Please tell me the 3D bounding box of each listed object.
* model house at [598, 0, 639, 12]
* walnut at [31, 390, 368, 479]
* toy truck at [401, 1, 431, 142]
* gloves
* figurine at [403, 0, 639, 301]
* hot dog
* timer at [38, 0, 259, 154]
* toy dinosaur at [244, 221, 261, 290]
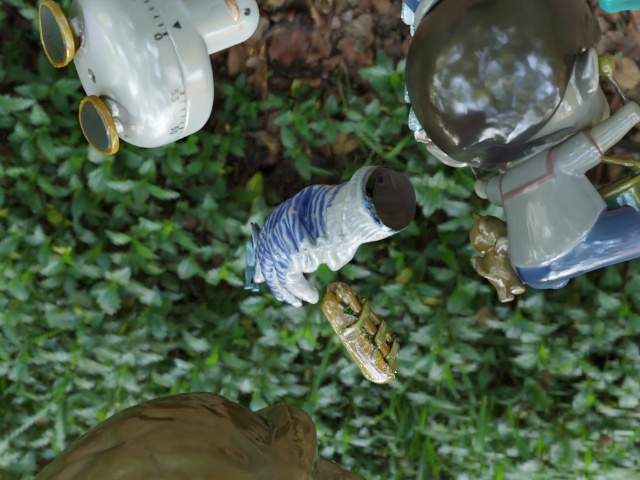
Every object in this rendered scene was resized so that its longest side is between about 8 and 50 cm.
[{"bbox_3d":[0.406,-0.352,1.140,0.149,0.100,0.127,-45,71,11],"label":"model house"},{"bbox_3d":[-0.079,0.247,0.655,0.296,0.285,0.285,33,137,-5],"label":"walnut"},{"bbox_3d":[0.207,-0.296,1.291,0.133,0.184,0.338,14,144,18],"label":"toy truck"},{"bbox_3d":[-0.002,-0.005,0.888,0.097,0.119,0.229,47,136,-2],"label":"gloves"},{"bbox_3d":[0.152,-0.098,0.667,0.161,0.158,0.275,-25,92,45],"label":"figurine"},{"bbox_3d":[0.082,0.173,1.740,0.072,0.109,0.269,-12,131,28],"label":"hot dog"},{"bbox_3d":[-0.213,-0.245,1.186,0.233,0.240,0.233,41,146,36],"label":"timer"},{"bbox_3d":[-0.067,0.018,1.075,0.045,0.080,0.197,-1,169,5],"label":"toy dinosaur"}]
